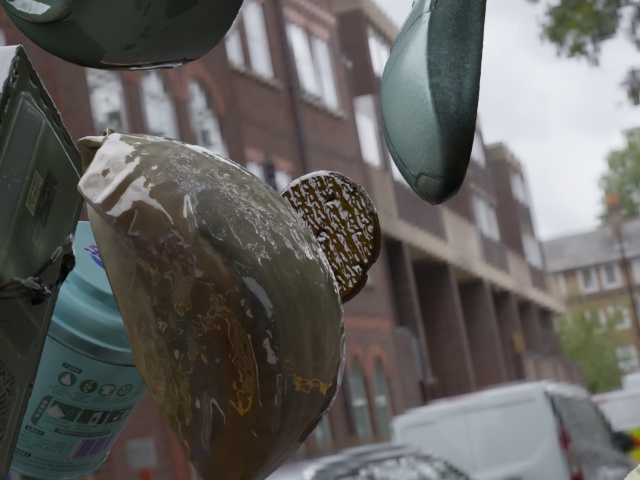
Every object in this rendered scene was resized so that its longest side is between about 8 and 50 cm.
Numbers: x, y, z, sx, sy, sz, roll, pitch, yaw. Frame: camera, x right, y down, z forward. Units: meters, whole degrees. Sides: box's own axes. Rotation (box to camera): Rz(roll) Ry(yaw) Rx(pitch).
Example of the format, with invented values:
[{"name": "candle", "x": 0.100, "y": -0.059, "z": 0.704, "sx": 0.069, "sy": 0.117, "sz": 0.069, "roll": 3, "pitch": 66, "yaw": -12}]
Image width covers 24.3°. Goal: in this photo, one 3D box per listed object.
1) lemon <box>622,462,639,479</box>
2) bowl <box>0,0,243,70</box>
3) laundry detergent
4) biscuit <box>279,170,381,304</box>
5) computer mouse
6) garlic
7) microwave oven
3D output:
[{"name": "lemon", "x": 0.387, "y": 0.384, "z": 1.366, "sx": 0.364, "sy": 0.364, "sz": 0.364, "roll": -10, "pitch": -8, "yaw": -1}, {"name": "bowl", "x": -0.219, "y": -0.275, "z": 1.356, "sx": 0.289, "sy": 0.289, "sz": 0.146, "roll": -17, "pitch": 12, "yaw": 40}, {"name": "laundry detergent", "x": -0.368, "y": 0.144, "z": 2.167, "sx": 0.287, "sy": 0.287, "sz": 0.305, "roll": 0, "pitch": -50, "yaw": -51}, {"name": "biscuit", "x": 0.000, "y": 0.000, "z": 2.216, "sx": 0.212, "sy": 0.212, "sz": 0.036, "roll": -15, "pitch": -17, "yaw": 31}, {"name": "computer mouse", "x": 0.082, "y": -0.134, "z": 1.119, "sx": 0.068, "sy": 0.229, "sz": 0.113, "roll": 10, "pitch": -29, "yaw": -5}, {"name": "garlic", "x": -0.046, "y": 0.026, "z": 0.718, "sx": 0.101, "sy": 0.196, "sz": 0.087, "roll": -24, "pitch": 6, "yaw": 15}, {"name": "microwave oven", "x": -0.466, "y": 0.026, "z": 1.636, "sx": 0.374, "sy": 0.432, "sz": 0.236, "roll": -2, "pitch": -36, "yaw": 16}]
